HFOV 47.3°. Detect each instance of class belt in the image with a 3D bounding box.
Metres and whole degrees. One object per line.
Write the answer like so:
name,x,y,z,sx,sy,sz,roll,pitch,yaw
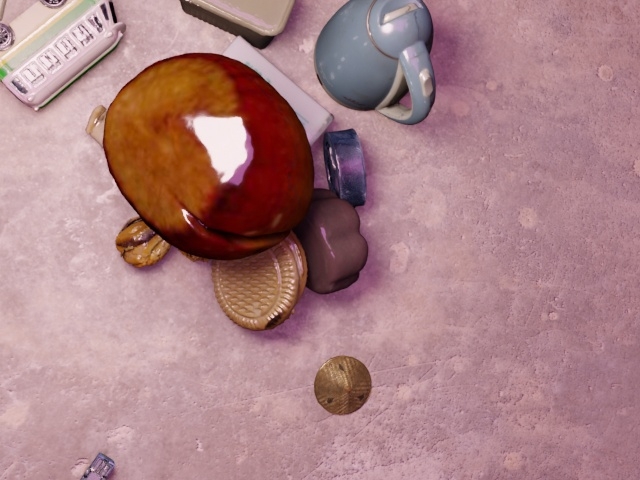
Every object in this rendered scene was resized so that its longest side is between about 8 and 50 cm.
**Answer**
belt,0.060,-0.164,1.711,0.082,0.141,0.190,-10,93,-10

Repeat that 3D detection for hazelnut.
hazelnut,-0.210,-0.180,1.458,0.429,0.402,0.402,38,82,19

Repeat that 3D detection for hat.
hat,0.061,0.352,1.747,0.146,0.067,0.145,0,90,-11

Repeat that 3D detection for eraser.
eraser,-0.136,-0.307,1.692,0.290,0.104,0.189,39,91,-8

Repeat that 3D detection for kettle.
kettle,0.153,-0.408,1.629,0.247,0.342,0.319,-28,96,-11

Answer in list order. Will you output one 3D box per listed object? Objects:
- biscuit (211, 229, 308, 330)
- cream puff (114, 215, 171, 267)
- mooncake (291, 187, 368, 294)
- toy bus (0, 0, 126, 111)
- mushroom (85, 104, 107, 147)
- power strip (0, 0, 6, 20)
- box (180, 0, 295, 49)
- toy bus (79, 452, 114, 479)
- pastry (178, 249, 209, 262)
biscuit,-0.140,0.073,1.635,0.259,0.079,0.259,4,97,32
cream puff,-0.388,0.002,1.633,0.133,0.119,0.104,-20,116,2
mooncake,0.000,0.000,1.655,0.133,0.245,0.244,-17,93,-28
toy bus,-0.571,-0.434,1.582,0.305,0.143,0.179,-43,100,-9
mushroom,-0.388,-0.161,1.646,0.109,0.097,0.351,-42,94,-22
power strip,-0.719,-0.665,1.601,0.106,0.043,0.367,12,87,-12
box,-0.206,-0.538,1.638,0.274,0.178,0.138,24,84,-10
toy bus,-0.520,0.550,1.630,0.051,0.061,0.153,36,82,-8
pastry,-0.266,0.011,1.647,0.080,0.140,0.056,-49,121,-17
